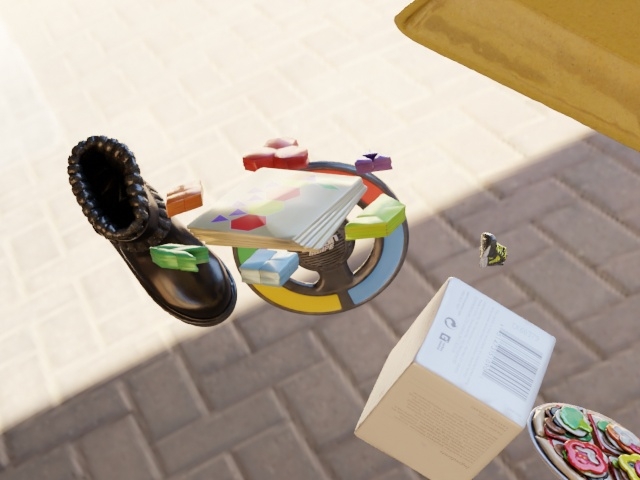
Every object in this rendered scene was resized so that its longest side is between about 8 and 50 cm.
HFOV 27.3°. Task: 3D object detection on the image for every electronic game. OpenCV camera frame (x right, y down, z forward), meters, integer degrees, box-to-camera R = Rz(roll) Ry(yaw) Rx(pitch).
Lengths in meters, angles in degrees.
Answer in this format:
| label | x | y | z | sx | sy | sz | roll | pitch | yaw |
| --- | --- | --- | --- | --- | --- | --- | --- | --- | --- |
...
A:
| label | x | y | z | sx | sy | sz | roll | pitch | yaw |
| --- | --- | --- | --- | --- | --- | --- | --- | --- | --- |
| electronic game | 0.000 | 0.000 | 1.692 | 0.229 | 0.229 | 0.048 | -20 | 31 | 8 |

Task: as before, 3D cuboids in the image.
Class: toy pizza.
| label | x | y | z | sx | sy | sz | roll | pitch | yaw |
| --- | --- | --- | --- | --- | --- | --- | --- | --- | --- |
| toy pizza | 0.352 | 0.264 | 1.642 | 0.201 | 0.032 | 0.201 | 20 | 26 | -11 |

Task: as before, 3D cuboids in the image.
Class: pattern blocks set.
| label | x | y | z | sx | sy | sz | roll | pitch | yaw |
| --- | --- | --- | --- | --- | --- | --- | --- | --- | --- |
| pattern blocks set | -0.042 | -0.035 | 1.454 | 0.285 | 0.026 | 0.325 | 12 | 30 | 34 |

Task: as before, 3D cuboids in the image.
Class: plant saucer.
| label | x | y | z | sx | sy | sz | roll | pitch | yaw |
| --- | --- | --- | --- | --- | --- | --- | --- | --- | --- |
| plant saucer | 0.283 | -0.215 | 1.090 | 0.333 | 0.332 | 0.081 | -33 | 42 | 52 |

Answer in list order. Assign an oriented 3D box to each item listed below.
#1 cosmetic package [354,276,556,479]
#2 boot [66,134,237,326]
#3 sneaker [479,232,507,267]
| label | x | y | z | sx | sy | sz | roll | pitch | yaw |
| --- | --- | --- | --- | --- | --- | --- | --- | --- | --- |
| cosmetic package | 0.160 | 0.176 | 1.585 | 0.184 | 0.151 | 0.151 | -57 | 2 | 47 |
| boot | -0.271 | -0.006 | 2.125 | 0.131 | 0.348 | 0.260 | -46 | -2 | -11 |
| sneaker | 0.221 | 0.011 | 1.673 | 0.035 | 0.083 | 0.031 | 1 | 73 | 3 |
